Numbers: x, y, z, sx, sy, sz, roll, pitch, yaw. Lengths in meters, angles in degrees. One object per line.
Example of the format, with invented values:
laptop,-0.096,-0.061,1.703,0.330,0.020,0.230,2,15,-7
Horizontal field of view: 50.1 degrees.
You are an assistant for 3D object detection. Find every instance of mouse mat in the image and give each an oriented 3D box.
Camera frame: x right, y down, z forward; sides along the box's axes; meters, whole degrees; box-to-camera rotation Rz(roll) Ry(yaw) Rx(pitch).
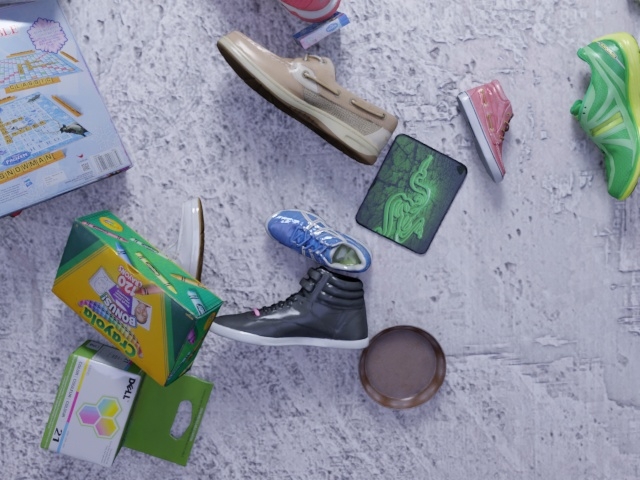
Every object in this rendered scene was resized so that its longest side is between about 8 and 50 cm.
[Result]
mouse mat,0.170,-0.086,1.274,0.153,0.007,0.189,26,96,-6

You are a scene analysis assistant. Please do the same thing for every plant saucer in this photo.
plant saucer,0.154,0.239,1.304,0.169,0.029,0.168,0,97,-2

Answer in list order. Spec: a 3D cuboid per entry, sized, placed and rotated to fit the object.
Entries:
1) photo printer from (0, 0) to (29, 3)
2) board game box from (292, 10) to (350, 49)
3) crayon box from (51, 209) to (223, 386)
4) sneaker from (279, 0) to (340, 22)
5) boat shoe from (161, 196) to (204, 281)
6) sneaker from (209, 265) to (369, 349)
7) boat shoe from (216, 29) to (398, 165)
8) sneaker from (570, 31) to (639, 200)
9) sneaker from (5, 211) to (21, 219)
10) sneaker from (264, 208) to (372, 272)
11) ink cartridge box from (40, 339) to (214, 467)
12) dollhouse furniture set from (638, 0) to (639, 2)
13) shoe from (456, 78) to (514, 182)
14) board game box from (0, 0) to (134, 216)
photo printer,-0.552,-0.506,1.104,0.308,0.107,0.255,-6,75,-2
board game box,0.000,-0.366,1.187,0.090,0.090,0.020,-31,114,2
crayon box,-0.317,0.095,1.169,0.278,0.081,0.165,36,119,13
sneaker,-0.109,-0.479,1.129,0.314,0.136,0.115,28,95,8
boat shoe,-0.262,0.056,1.227,0.096,0.098,0.276,7,98,-4
sneaker,-0.052,0.115,1.246,0.296,0.104,0.146,3,95,-9
boat shoe,-0.020,-0.266,1.192,0.341,0.122,0.110,34,90,-16
sneaker,0.519,-0.219,1.237,0.124,0.109,0.295,-5,100,21
sneaker,-0.562,-0.175,1.185,0.119,0.107,0.278,-16,100,-10
sneaker,0.000,0.000,1.240,0.211,0.081,0.080,20,98,-3
ink cartridge box,-0.349,0.316,1.258,0.255,0.097,0.188,19,96,-4
dollhouse furniture set,0.614,-0.498,1.215,0.182,0.101,0.161,41,69,-6
shoe,0.316,-0.198,1.236,0.081,0.063,0.177,-23,94,6
board game box,-0.524,-0.209,1.128,0.319,0.066,0.317,-26,99,-28
